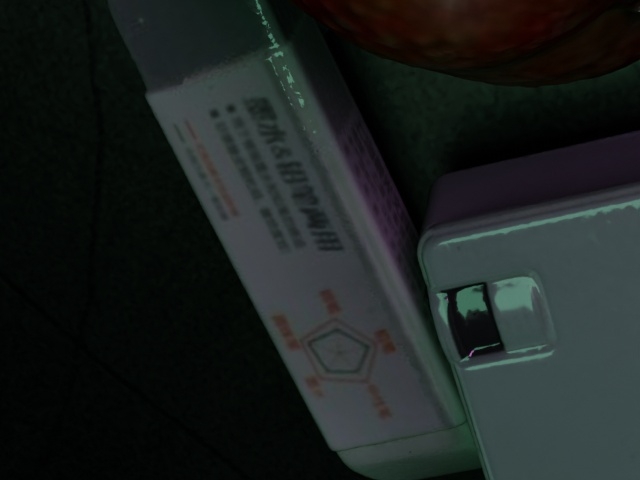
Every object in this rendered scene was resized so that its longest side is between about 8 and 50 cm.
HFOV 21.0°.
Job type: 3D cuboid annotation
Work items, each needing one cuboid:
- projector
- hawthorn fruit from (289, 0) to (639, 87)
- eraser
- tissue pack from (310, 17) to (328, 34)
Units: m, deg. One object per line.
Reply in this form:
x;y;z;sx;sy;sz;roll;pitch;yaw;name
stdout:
0.170;0.071;0.894;0.192;0.099;0.257;-13;113;15;projector
0.044;-0.228;0.702;0.369;0.284;0.285;36;120;18;hawthorn fruit
0.000;0.000;0.910;0.089;0.061;0.352;-14;116;25;eraser
0.003;-0.156;0.865;0.138;0.028;0.085;-38;99;31;tissue pack
